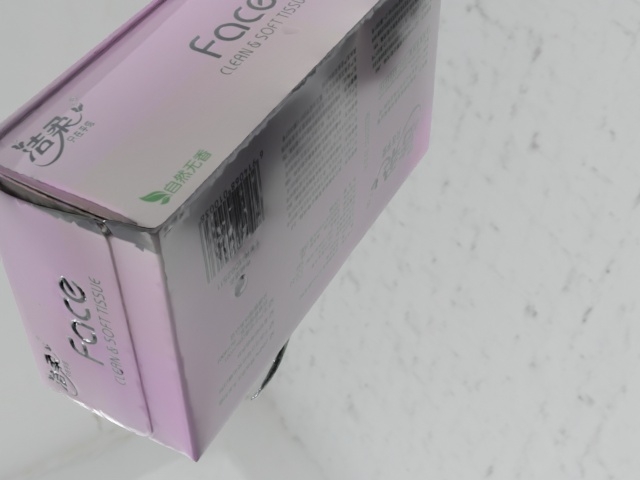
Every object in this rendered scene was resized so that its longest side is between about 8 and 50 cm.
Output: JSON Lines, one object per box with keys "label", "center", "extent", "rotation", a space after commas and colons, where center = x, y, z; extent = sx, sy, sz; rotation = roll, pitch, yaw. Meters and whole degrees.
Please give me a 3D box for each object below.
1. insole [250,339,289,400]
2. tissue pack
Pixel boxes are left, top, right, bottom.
{"label": "insole", "center": [0.000, 0.000, 0.873], "extent": [0.109, 0.007, 0.322], "rotation": [121, 173, -49]}
{"label": "tissue pack", "center": [-0.035, -0.039, 0.482], "extent": [0.246, 0.093, 0.148], "rotation": [-52, -26, -39]}
